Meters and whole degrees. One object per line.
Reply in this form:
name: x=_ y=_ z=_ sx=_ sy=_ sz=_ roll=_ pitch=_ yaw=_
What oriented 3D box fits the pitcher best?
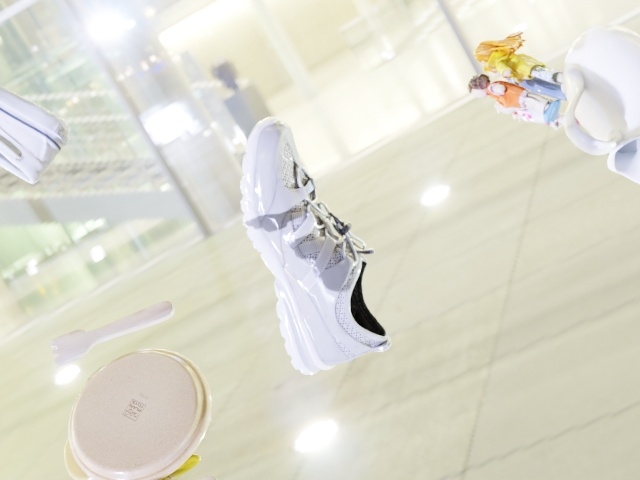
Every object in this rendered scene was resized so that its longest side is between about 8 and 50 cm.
pitcher: x=0.359 y=-0.176 z=1.444 sx=0.125 sy=0.177 sz=0.207 roll=-50 pitch=39 yaw=41

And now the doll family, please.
doll family: x=0.314 y=-0.247 z=1.770 sx=0.118 sy=0.163 sz=0.263 roll=-68 pitch=-22 yaw=5

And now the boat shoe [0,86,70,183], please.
boat shoe: x=-0.363 y=-0.131 z=1.140 sx=0.083 sy=0.226 sz=0.076 roll=108 pitch=-173 yaw=-72

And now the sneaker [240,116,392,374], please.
sneaker: x=0.000 y=0.000 z=1.205 sx=0.115 sy=0.281 sz=0.105 roll=-10 pitch=21 yaw=19

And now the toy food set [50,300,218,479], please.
toy food set: x=-0.150 y=0.148 z=0.949 sx=0.132 sy=0.038 sz=0.192 roll=-20 pitch=53 yaw=2
